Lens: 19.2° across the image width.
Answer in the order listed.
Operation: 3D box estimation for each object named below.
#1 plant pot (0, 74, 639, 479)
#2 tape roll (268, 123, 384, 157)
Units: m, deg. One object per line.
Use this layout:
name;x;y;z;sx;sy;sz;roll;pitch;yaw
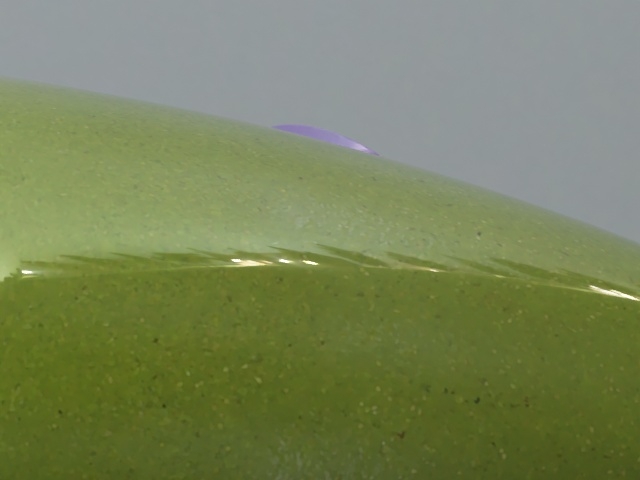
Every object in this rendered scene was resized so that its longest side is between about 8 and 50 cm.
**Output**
plant pot;0.013;0.081;0.703;0.275;0.293;0.275;-177;90;-89
tape roll;0.000;0.000;1.526;0.080;0.189;0.189;-59;-27;-31
